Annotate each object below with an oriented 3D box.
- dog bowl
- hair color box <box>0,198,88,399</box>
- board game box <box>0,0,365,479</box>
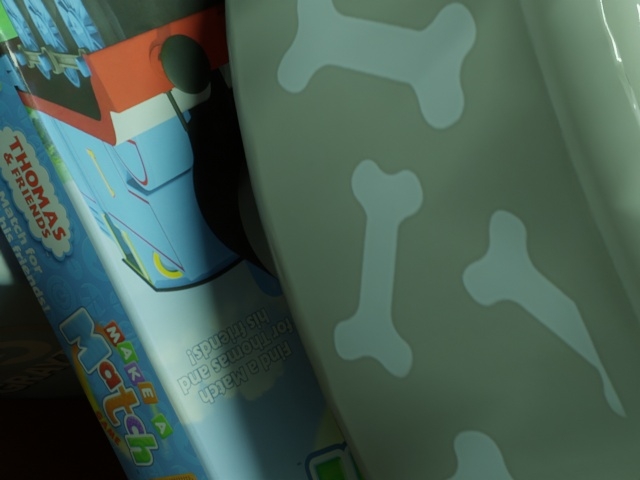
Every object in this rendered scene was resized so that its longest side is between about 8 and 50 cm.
[{"bbox_3d":[0.109,-0.015,0.475,0.348,0.102,0.349,35,43,-41],"label":"dog bowl"},{"bbox_3d":[-0.053,-0.053,0.551,0.374,0.113,0.185,4,69,-39],"label":"hair color box"},{"bbox_3d":[0.000,0.000,0.470,0.160,0.039,0.212,-29,95,-44],"label":"board game box"}]
